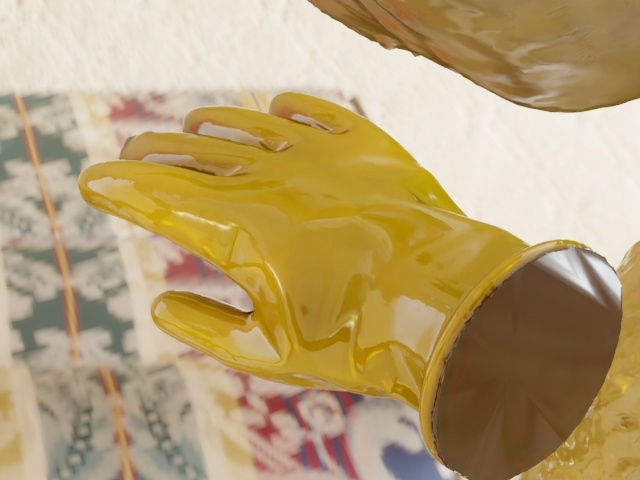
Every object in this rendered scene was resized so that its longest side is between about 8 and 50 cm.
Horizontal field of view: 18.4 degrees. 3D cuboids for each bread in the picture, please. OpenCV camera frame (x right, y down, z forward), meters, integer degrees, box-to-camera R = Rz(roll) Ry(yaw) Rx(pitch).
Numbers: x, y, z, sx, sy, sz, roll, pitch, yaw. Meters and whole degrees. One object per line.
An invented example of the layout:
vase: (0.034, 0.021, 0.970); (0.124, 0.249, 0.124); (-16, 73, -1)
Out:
bread: (0.205, 0.119, 1.160); (0.134, 0.244, 0.244); (21, 119, 18)

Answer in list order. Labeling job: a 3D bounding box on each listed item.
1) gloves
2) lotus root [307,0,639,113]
gloves: (0.001, 0.000, 0.978); (0.133, 0.294, 0.116); (-21, 126, -36)
lotus root: (0.013, -0.148, 0.447); (0.151, 0.169, 0.342); (-55, 138, -7)
